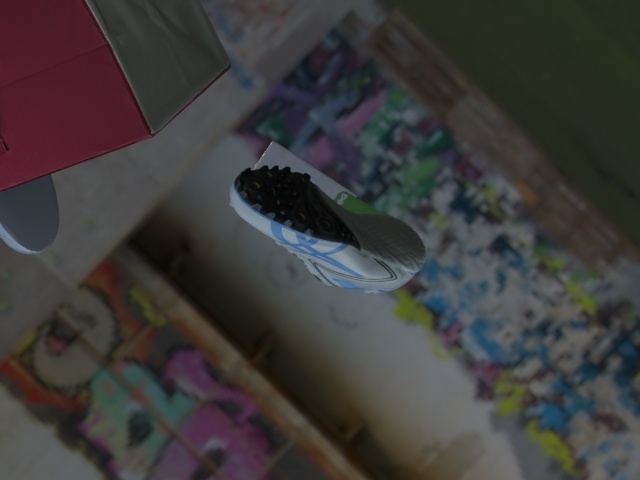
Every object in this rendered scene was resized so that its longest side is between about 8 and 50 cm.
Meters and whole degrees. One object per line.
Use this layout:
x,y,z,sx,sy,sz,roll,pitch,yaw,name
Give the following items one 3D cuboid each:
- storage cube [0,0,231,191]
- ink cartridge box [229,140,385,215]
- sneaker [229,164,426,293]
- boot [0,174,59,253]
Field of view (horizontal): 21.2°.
-0.229,-0.181,1.565,0.184,0.193,0.215,64,-150,-15,storage cube
-0.009,-0.033,2.322,0.209,0.109,0.062,34,178,23,ink cartridge box
0.000,0.000,1.554,0.237,0.086,0.085,23,-145,-44,sneaker
-0.383,-0.094,1.815,0.123,0.095,0.258,-15,108,43,boot
